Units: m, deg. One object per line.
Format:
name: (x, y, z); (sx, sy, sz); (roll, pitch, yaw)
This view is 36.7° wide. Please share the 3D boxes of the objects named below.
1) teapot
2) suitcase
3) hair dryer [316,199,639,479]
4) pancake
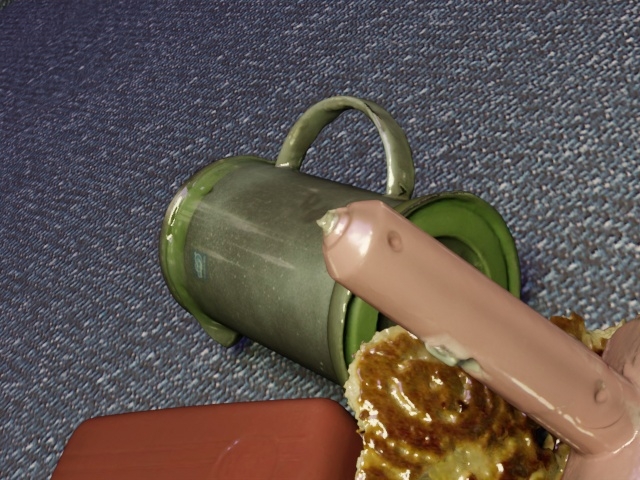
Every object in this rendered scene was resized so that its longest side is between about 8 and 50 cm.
teapot: (0.000, 0.000, 0.896); (0.337, 0.200, 0.270); (18, 100, 50)
suitcase: (-0.087, 0.249, 0.755); (0.297, 0.161, 0.236); (-12, 44, 31)
hair dryer: (0.128, 0.102, 0.596); (0.125, 0.352, 0.210); (-32, 26, 59)
pancake: (0.137, 0.158, 0.707); (0.257, 0.056, 0.212); (-5, 67, -11)
